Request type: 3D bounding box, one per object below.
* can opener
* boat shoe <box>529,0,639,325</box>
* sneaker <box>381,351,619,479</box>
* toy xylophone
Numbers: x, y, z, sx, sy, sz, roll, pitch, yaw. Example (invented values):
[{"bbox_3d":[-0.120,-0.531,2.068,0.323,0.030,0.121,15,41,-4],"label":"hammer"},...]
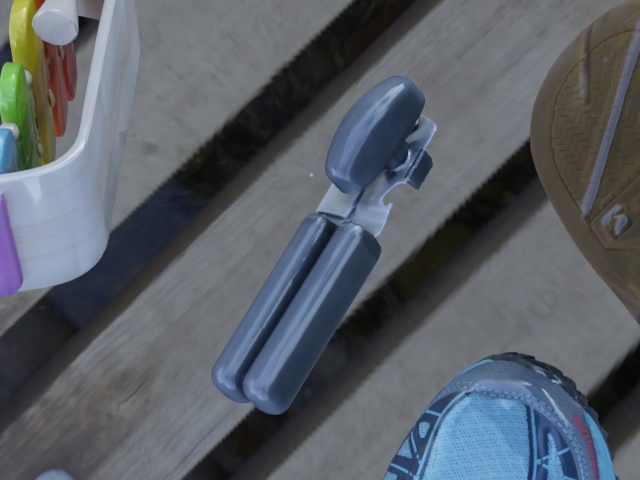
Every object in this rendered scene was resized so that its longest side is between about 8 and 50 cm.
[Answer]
[{"bbox_3d":[0.000,0.000,1.227,0.093,0.074,0.280,41,71,-40],"label":"can opener"},{"bbox_3d":[0.159,0.041,0.480,0.104,0.089,0.285,-40,49,29],"label":"boat shoe"},{"bbox_3d":[0.036,0.170,0.632,0.104,0.125,0.262,28,104,19],"label":"sneaker"},{"bbox_3d":[-0.184,-0.131,1.106,0.081,0.323,0.236,2,133,1],"label":"toy xylophone"}]
